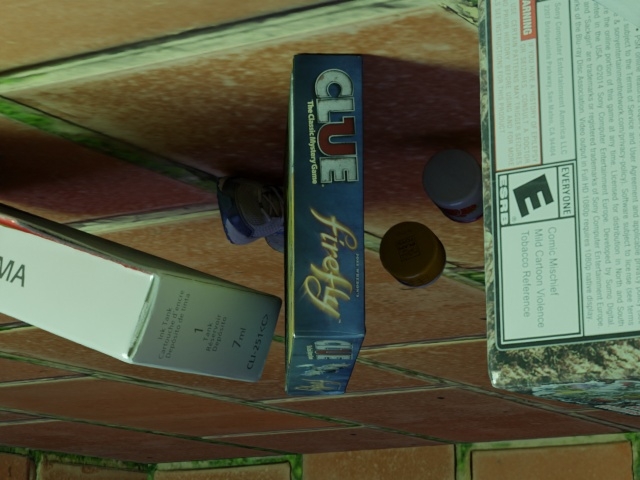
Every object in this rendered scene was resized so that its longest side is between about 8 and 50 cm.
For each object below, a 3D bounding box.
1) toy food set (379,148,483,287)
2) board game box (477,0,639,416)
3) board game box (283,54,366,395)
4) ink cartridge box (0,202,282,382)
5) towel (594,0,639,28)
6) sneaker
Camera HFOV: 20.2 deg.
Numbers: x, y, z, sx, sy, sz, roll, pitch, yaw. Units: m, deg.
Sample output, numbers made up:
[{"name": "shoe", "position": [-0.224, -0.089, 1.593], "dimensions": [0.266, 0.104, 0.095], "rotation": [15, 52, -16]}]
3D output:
[{"name": "toy food set", "position": [0.162, -0.010, 1.191], "dimensions": [0.232, 0.111, 0.104], "rotation": [-6, 166, 14]}, {"name": "board game box", "position": [0.219, -0.061, 0.688], "dimensions": [0.291, 0.232, 0.141], "rotation": [-8, 166, 32]}, {"name": "board game box", "position": [0.000, 0.000, 1.116], "dimensions": [0.042, 0.165, 0.243], "rotation": [0, 168, -2]}, {"name": "ink cartridge box", "position": [-0.215, 0.008, 1.153], "dimensions": [0.296, 0.066, 0.261], "rotation": [17, 180, 35]}, {"name": "towel", "position": [0.080, -0.121, 0.540], "dimensions": [0.285, 0.034, 0.209], "rotation": [33, 175, 14]}, {"name": "sneaker", "position": [-0.028, -0.026, 1.290], "dimensions": [0.058, 0.052, 0.135], "rotation": [-17, 169, 23]}]
